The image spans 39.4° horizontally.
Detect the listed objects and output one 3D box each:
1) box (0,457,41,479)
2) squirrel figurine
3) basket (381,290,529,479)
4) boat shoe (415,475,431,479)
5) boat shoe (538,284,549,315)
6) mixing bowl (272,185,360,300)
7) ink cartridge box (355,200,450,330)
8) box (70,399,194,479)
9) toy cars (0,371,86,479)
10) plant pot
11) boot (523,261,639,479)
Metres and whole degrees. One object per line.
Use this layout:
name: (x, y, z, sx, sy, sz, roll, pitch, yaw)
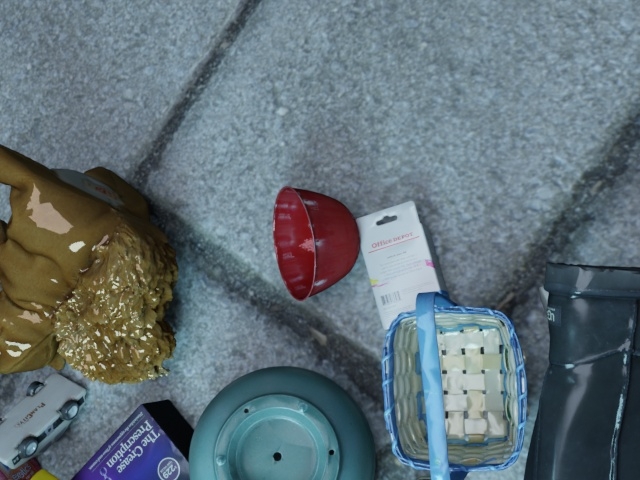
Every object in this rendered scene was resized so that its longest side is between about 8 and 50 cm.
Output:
box: (-0.620, 0.473, 1.578, 0.257, 0.123, 0.128, -42, 73, 10)
squirrel figurine: (-0.424, 0.092, 1.482, 0.397, 0.281, 0.370, 34, 102, 22)
basket: (0.182, 0.199, 1.237, 0.201, 0.289, 0.254, -5, 85, 21)
boat shoe: (0.206, 0.450, 1.317, 0.081, 0.069, 0.228, -47, 72, 9)
boat shoe: (0.384, 0.138, 1.296, 0.063, 0.066, 0.184, -29, 73, 0)
mixing bowl: (0.000, 0.000, 1.408, 0.098, 0.181, 0.181, -7, 79, -22)
ink cartridge box: (0.130, 0.040, 1.395, 0.104, 0.061, 0.181, -18, 79, 16)
box: (-0.303, 0.423, 1.486, 0.184, 0.103, 0.261, 45, 99, 16)
toy cars: (-0.481, 0.391, 1.475, 0.177, 0.087, 0.393, -5, 40, -4)
plant pot: (-0.060, 0.320, 1.311, 0.293, 0.196, 0.292, 0, 75, 1)
boot: (0.459, 0.261, 1.200, 0.367, 0.146, 0.444, 3, 92, -3)
